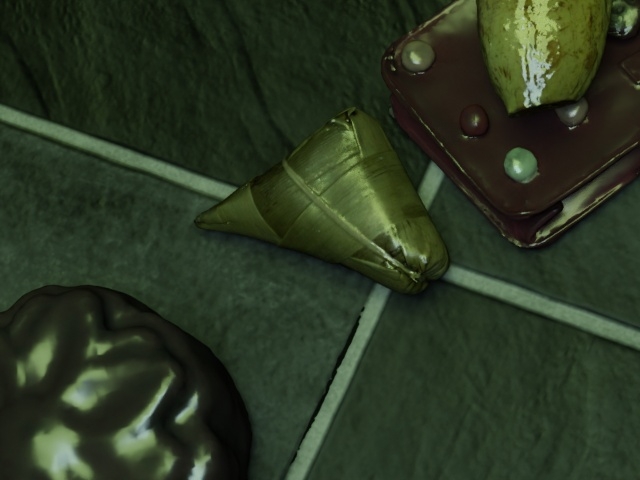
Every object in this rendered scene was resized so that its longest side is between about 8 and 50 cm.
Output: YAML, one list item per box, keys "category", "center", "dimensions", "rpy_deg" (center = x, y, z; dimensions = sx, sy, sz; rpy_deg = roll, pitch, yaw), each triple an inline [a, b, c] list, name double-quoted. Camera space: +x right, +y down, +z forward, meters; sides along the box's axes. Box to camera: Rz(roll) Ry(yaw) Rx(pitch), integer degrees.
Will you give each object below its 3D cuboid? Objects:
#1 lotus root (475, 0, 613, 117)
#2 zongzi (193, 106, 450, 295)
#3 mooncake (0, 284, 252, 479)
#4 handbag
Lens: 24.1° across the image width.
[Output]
- category: "lotus root"
  center: [0.170, -0.215, 1.136]
  dimensions: [0.110, 0.097, 0.258]
  rpy_deg: [-2, 70, 9]
- category: "zongzi"
  center: [0.000, 0.000, 1.184]
  dimensions: [0.176, 0.078, 0.160]
  rpy_deg: [-33, 64, 11]
- category: "mooncake"
  center: [-0.195, 0.168, 1.129]
  dimensions: [0.283, 0.141, 0.283]
  rpy_deg: [-6, 66, 15]
- category: "handbag"
  center: [0.179, -0.125, 1.185]
  dimensions: [0.216, 0.074, 0.203]
  rpy_deg: [-37, 65, -2]
